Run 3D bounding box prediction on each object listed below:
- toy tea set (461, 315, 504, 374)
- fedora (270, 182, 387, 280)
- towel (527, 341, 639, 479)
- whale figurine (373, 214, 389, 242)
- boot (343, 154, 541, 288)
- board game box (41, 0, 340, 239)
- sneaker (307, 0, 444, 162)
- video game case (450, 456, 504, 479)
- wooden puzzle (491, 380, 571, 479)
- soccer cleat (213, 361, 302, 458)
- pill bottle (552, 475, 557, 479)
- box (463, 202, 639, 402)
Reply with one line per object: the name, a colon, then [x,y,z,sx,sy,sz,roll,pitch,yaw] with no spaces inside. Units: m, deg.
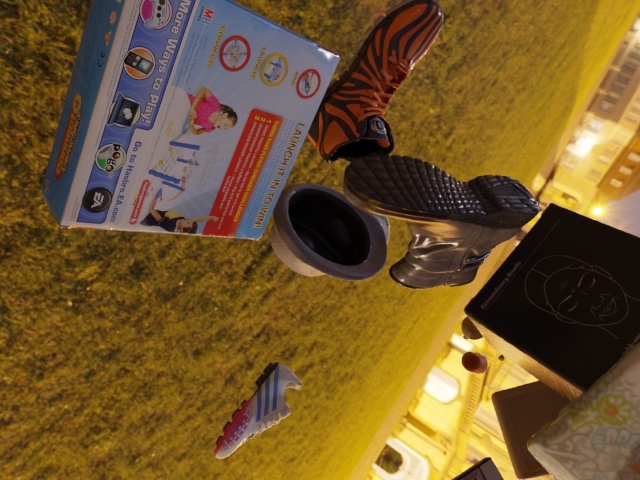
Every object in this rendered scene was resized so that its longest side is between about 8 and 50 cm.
toy tea set: [0.594,0.305,1.632,0.336,0.199,0.124,-38,147,21]
fedora: [0.000,0.000,1.094,0.124,0.276,0.243,-45,-144,43]
towel: [0.522,0.275,0.638,0.090,0.320,0.374,1,129,-57]
whale figurine: [0.047,-0.037,1.297,0.216,0.272,0.141,51,40,-46]
boot: [0.161,-0.003,0.783,0.222,0.339,0.118,119,-29,-42]
board game box: [-0.159,-0.157,0.651,0.302,0.086,0.308,5,118,-48]
sneaker: [0.110,-0.252,0.864,0.125,0.180,0.321,17,131,-40]
video game case: [0.317,0.634,1.024,0.275,0.248,0.035,-22,159,-21]
wooden puzzle: [0.579,0.470,1.258,0.239,0.220,0.044,-27,142,25]
soccer cleat: [-0.178,0.522,1.480,0.331,0.143,0.116,-53,176,-26]
pill bottle: [0.781,0.694,1.405,0.176,0.177,0.318,-60,-165,4]
box: [0.533,0.160,0.920,0.293,0.395,0.212,-49,135,-4]
